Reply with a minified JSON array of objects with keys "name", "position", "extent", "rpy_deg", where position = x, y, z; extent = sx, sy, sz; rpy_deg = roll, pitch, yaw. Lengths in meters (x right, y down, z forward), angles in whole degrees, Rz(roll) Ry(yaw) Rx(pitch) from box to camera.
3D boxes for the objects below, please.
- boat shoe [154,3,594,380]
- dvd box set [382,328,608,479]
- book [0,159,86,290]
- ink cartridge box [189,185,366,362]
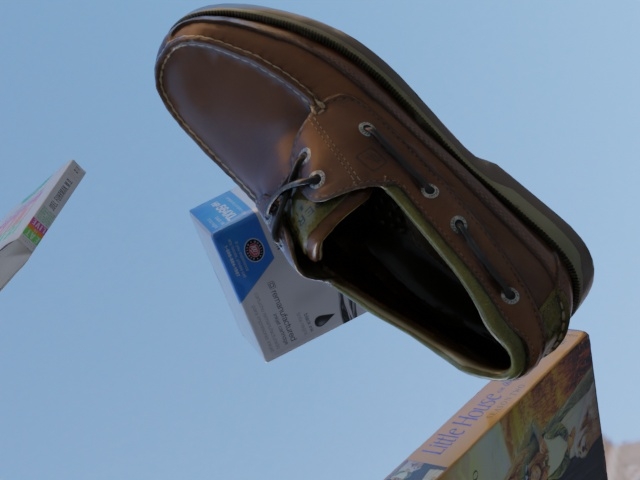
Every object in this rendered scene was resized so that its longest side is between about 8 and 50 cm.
[{"name":"boat shoe","position":[0.017,-0.034,0.810],"extent":[0.307,0.110,0.104],"rpy_deg":[33,-140,11]},{"name":"dvd box set","position":[0.199,0.316,1.498],"extent":[0.420,0.062,0.307],"rpy_deg":[-31,-63,-49]},{"name":"book","position":[-0.264,-0.006,1.219],"extent":[0.035,0.096,0.144],"rpy_deg":[45,-152,-16]},{"name":"ink cartridge box","position":[0.000,0.000,1.316],"extent":[0.203,0.086,0.148],"rpy_deg":[-27,-66,-11]}]
